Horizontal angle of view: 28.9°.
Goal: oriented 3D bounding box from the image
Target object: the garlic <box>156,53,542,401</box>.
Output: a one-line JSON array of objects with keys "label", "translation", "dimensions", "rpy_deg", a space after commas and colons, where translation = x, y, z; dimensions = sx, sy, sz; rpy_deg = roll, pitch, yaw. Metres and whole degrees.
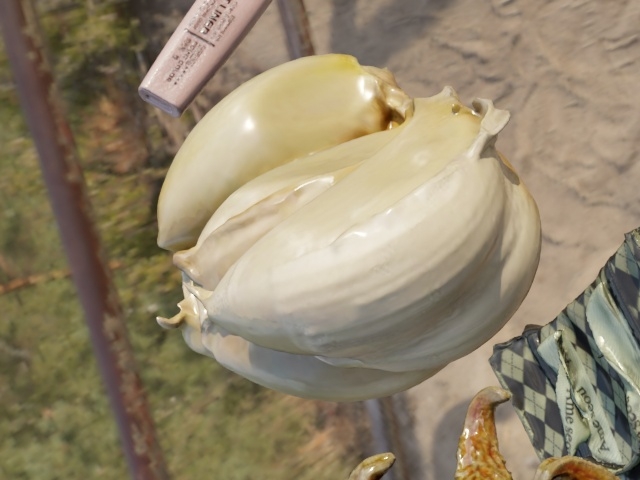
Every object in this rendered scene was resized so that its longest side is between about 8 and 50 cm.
[{"label": "garlic", "translation": [0.004, 0.010, 0.718], "dimensions": [0.281, 0.203, 0.184], "rpy_deg": [44, 164, 55]}]

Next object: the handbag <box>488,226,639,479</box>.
[{"label": "handbag", "translation": [0.399, 0.179, 1.602], "dimensions": [0.316, 0.180, 0.416], "rpy_deg": [60, 149, 19]}]

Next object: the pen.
[{"label": "pen", "translation": [-0.080, -0.187, 1.032], "dimensions": [0.053, 0.197, 0.032], "rpy_deg": [29, 159, 8]}]

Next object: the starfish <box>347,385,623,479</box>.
[{"label": "starfish", "translation": [0.081, 0.125, 0.472], "dimensions": [0.190, 0.146, 0.074], "rpy_deg": [-128, 45, -56]}]
